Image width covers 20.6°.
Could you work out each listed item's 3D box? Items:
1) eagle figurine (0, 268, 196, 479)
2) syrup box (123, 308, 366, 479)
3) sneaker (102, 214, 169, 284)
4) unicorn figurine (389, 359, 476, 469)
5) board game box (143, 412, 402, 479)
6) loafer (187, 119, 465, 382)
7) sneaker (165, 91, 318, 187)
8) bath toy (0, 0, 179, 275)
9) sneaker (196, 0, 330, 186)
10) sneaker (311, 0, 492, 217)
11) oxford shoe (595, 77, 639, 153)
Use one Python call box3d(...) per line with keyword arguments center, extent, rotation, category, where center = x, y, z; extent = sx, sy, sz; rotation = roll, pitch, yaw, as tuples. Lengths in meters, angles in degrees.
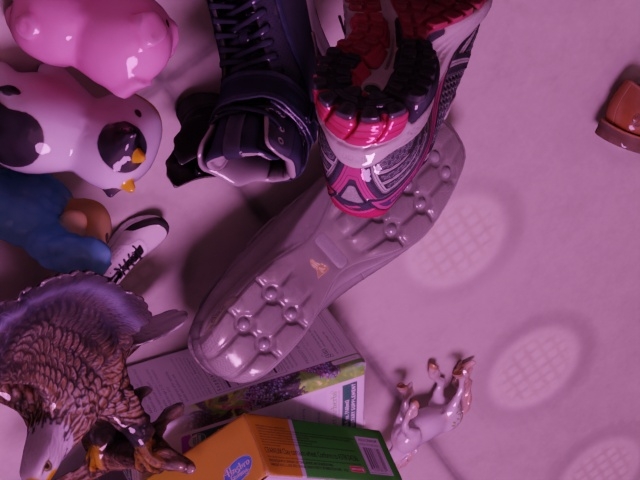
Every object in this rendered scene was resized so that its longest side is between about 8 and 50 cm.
box3d(center=(-0.237, 0.112, 1.464), extent=(0.226, 0.225, 0.298), rotation=(-43, 125, 4), category="eagle figurine")
box3d(center=(-0.082, 0.155, 1.692), extent=(0.237, 0.096, 0.093), rotation=(-17, 132, -19), category="syrup box")
box3d(center=(-0.178, 0.019, 1.563), extent=(0.109, 0.044, 0.040), rotation=(-35, 133, -3), category="sneaker")
box3d(center=(0.100, 0.191, 1.852), extent=(0.162, 0.060, 0.111), rotation=(-15, 130, -20), category="unicorn figurine")
box3d(center=(-0.111, 0.279, 1.693), extent=(0.316, 0.064, 0.242), rotation=(-35, 154, 22), category="board game box")
box3d(center=(0.000, 0.000, 1.617), extent=(0.319, 0.111, 0.112), rotation=(-41, 109, -14), category="loafer")
box3d(center=(-0.060, -0.085, 1.513), extent=(0.170, 0.089, 0.051), rotation=(0, 133, -29), category="sneaker")
box3d(center=(-0.178, -0.144, 1.373), extent=(0.151, 0.129, 0.348), rotation=(-2, 125, -29), category="bath toy")
box3d(center=(-0.060, -0.148, 1.400), extent=(0.086, 0.163, 0.226), rotation=(-7, 129, 29), category="sneaker")
box3d(center=(0.058, -0.138, 1.439), extent=(0.121, 0.299, 0.112), rotation=(14, 128, 14), category="sneaker")
box3d(center=(0.375, -0.118, 1.762), extent=(0.212, 0.076, 0.076), rotation=(8, 110, -35), category="oxford shoe")
